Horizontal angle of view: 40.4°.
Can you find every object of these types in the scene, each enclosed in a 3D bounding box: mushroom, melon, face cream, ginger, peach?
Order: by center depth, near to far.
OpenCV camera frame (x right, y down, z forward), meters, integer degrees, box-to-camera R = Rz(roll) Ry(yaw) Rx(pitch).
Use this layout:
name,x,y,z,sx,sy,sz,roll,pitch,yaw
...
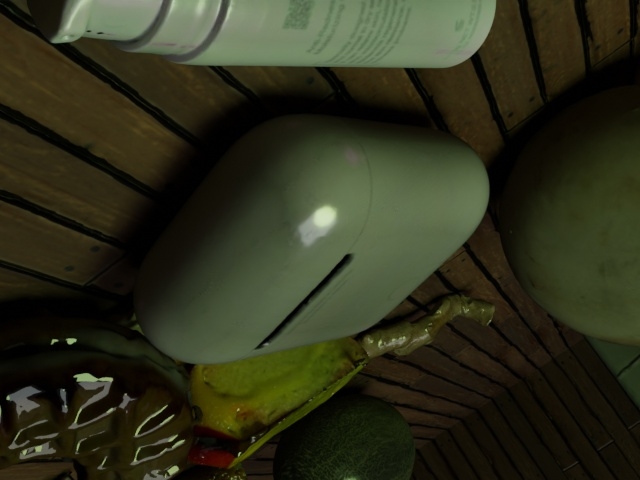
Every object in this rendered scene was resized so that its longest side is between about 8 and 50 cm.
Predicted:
name,x,y,z,sx,sy,sz,roll,pitch,yaw
face cream,-0.022,-0.162,0.560,0.345,0.102,0.102,-8,148,-45
peach,-0.092,0.189,1.110,0.267,0.159,0.154,-34,162,-29
mushroom,0.421,-0.039,1.145,0.362,0.362,0.295,-50,-171,37
ginger,0.178,0.157,1.529,0.288,0.075,0.089,-16,131,-25
melon,0.051,0.426,1.690,0.248,0.249,0.329,-47,163,32

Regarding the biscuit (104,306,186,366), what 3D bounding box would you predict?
name,x,y,z,sx,sy,sz,roll,pitch,yaw
biscuit,-0.256,0.158,0.992,0.309,0.040,0.204,-35,158,6

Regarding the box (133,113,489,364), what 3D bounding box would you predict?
name,x,y,z,sx,sy,sz,roll,pitch,yaw
box,0.001,0.001,0.873,0.349,0.141,0.289,-3,145,-51

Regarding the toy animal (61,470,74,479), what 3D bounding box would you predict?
name,x,y,z,sx,sy,sz,roll,pitch,yaw
toy animal,-0.381,0.395,1.283,0.071,0.085,0.124,-40,170,-32

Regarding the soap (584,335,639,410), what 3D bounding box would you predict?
name,x,y,z,sx,sy,sz,roll,pitch,yaw
soap,0.565,0.055,1.356,0.212,0.435,0.350,-14,152,-36

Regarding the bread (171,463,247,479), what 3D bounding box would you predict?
name,x,y,z,sx,sy,sz,roll,pitch,yaw
bread,-0.225,0.477,1.617,0.172,0.103,0.132,-17,147,-25

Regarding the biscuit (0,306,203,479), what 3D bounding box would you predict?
name,x,y,z,sx,sy,sz,roll,pitch,yaw
biscuit,-0.293,0.185,0.835,0.366,0.115,0.268,-13,140,-23
